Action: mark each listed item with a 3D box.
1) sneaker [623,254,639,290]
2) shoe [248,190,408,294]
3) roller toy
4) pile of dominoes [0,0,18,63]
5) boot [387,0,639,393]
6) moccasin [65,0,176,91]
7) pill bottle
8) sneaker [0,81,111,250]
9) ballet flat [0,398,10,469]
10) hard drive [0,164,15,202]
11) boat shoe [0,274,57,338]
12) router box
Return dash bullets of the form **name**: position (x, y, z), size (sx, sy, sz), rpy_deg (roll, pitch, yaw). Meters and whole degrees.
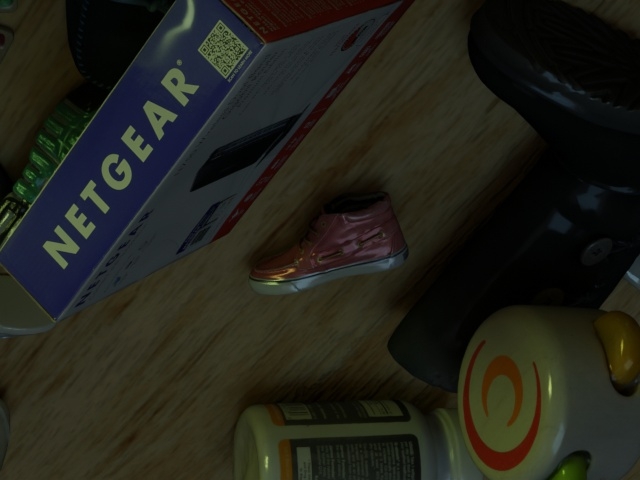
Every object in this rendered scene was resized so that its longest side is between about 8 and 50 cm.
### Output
- **sneaker**: position (0.430, 0.048, 1.788), size (0.091, 0.094, 0.258), rpy_deg (-21, 138, 35)
- **shoe**: position (0.000, 0.000, 1.618), size (0.178, 0.063, 0.081), rpy_deg (-12, 115, 12)
- **roller toy**: position (0.247, 0.161, 1.574), size (0.146, 0.191, 0.209), rpy_deg (4, 100, -27)
- **pile of dominoes**: position (-0.385, -0.199, 1.307), size (0.251, 0.040, 0.196), rpy_deg (-5, 135, -12)
- **boot**: position (0.201, -0.025, 1.606), size (0.367, 0.146, 0.445), rpy_deg (17, 132, -28)
- **moccasin**: position (-0.137, -0.254, 1.272), size (0.138, 0.117, 0.342), rpy_deg (6, 132, -23)
- **pill bottle**: position (0.044, 0.272, 1.827), size (0.278, 0.162, 0.162), rpy_deg (0, 134, -17)
- **sneaker**: position (-0.237, -0.071, 1.479), size (0.223, 0.083, 0.098), rpy_deg (-49, 169, 13)
- **ballet flat**: position (-0.511, 0.191, 1.597), size (0.400, 0.139, 0.139), rpy_deg (17, 127, -30)
- **hard drive**: position (-0.356, -0.057, 1.472), size (0.094, 0.022, 0.135), rpy_deg (-21, 136, 4)
- **boat shoe**: position (-0.366, 0.080, 1.581), size (0.184, 0.066, 0.063), rpy_deg (-2, 149, -19)
- **router box**: position (-0.095, -0.103, 1.335), size (0.335, 0.082, 0.301), rpy_deg (-49, 171, 30)
